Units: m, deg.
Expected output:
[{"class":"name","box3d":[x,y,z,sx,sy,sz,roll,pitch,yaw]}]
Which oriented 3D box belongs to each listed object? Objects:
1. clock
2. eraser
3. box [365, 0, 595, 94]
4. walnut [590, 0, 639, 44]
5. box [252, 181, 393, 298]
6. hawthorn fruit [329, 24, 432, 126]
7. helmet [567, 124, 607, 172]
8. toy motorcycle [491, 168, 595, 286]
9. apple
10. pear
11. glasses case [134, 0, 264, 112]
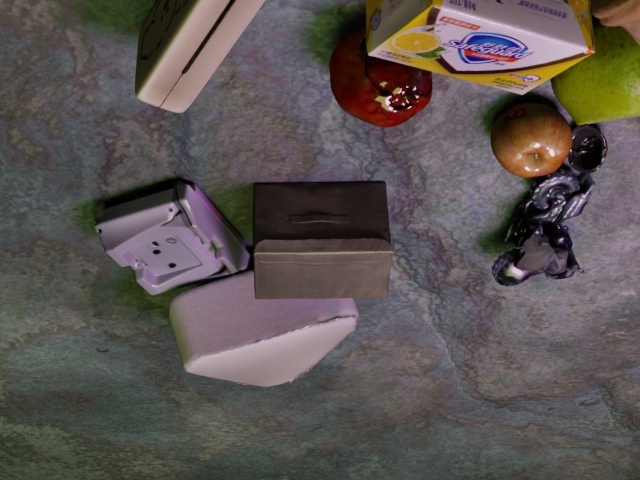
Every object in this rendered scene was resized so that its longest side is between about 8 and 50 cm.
[{"class":"clock","box3d":[-0.255,0.006,1.967,0.186,0.083,0.253,-15,143,19]},{"class":"eraser","box3d":[-0.075,0.143,2.073,0.331,0.150,0.331,-14,157,-6]},{"class":"box","box3d":[0.211,-0.291,1.500,0.265,0.097,0.168,10,161,-27]},{"class":"walnut","box3d":[0.445,-0.380,1.251,0.381,0.381,0.381,-1,145,-1]},{"class":"box","box3d":[0.000,0.000,1.914,0.231,0.149,0.155,-2,145,-1]},{"class":"hawthorn fruit","box3d":[0.091,-0.225,1.584,0.148,0.172,0.148,-12,125,-17]},{"class":"helmet","box3d":[0.433,-0.154,1.805,0.065,0.049,0.084,19,123,25]},{"class":"toy motorcycle","box3d":[0.405,-0.014,1.959,0.159,0.106,0.270,5,134,-17]},{"class":"apple","box3d":[0.329,-0.154,1.754,0.126,0.102,0.126,-1,144,-1]},{"class":"pear","box3d":[0.453,-0.249,1.560,0.292,0.159,0.292,-11,-178,0]},{"class":"glasses case","box3d":[-0.143,-0.317,1.462,0.076,0.144,0.336,16,140,-26]}]
